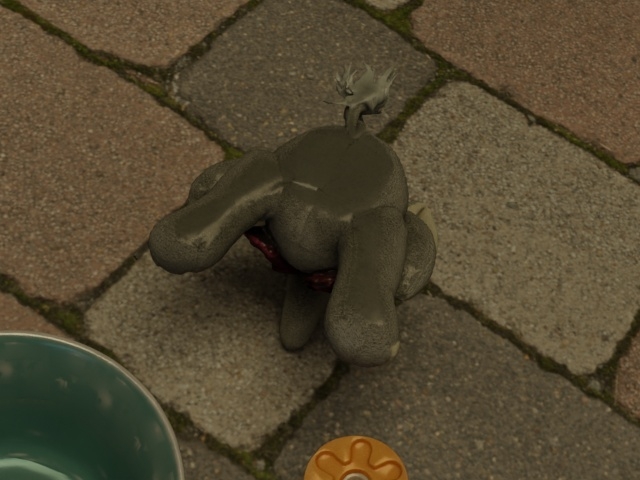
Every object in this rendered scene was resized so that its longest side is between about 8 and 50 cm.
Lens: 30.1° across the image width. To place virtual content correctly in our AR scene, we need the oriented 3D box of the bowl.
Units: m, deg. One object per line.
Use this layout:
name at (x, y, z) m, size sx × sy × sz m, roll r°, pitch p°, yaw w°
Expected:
bowl at (-0.284, 0.255, 1.075) m, size 0.311 × 0.163 × 0.311 m, roll 7°, pitch 53°, yaw -9°

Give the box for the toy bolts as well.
toy bolts at (0.029, 0.260, 1.047) m, size 0.228 × 0.158 × 0.218 m, roll -30°, pitch 59°, yaw -20°

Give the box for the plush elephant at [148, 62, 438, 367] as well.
plush elephant at (0.000, 0.000, 1.292) m, size 0.272 × 0.255 × 0.330 m, roll 19°, pitch 60°, yaw 11°
